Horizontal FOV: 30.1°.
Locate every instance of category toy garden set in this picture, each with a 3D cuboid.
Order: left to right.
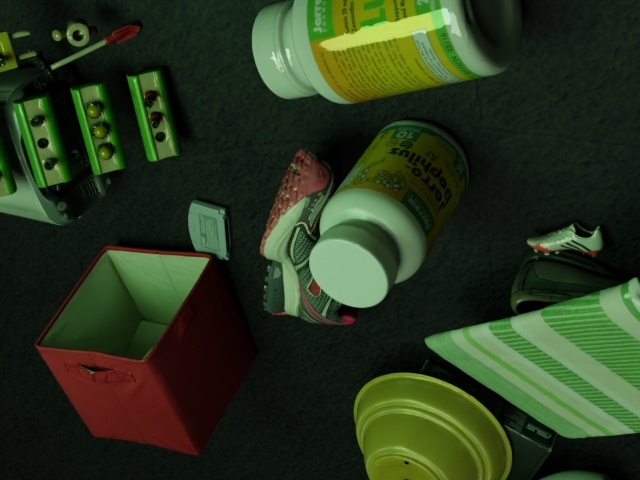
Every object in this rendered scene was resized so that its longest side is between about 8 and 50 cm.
[{"bbox_3d":[-0.299,-0.163,1.374,0.244,0.049,0.204,-15,115,-8],"label":"toy garden set"}]

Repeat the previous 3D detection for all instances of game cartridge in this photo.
[{"bbox_3d":[-0.143,-0.015,1.533,0.056,0.017,0.083,14,132,16],"label":"game cartridge"}]

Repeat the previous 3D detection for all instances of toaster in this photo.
[{"bbox_3d":[-0.373,-0.129,1.498,0.146,0.129,0.227,3,125,32],"label":"toaster"}]

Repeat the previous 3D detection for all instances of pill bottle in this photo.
[{"bbox_3d":[0.058,-0.207,1.157,0.245,0.136,0.136,-7,122,36],"label":"pill bottle"},{"bbox_3d":[0.070,-0.028,1.250,0.117,0.208,0.118,17,133,19],"label":"pill bottle"}]

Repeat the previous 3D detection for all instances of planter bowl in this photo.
[{"bbox_3d":[0.124,0.276,1.498,0.217,0.090,0.217,17,133,19],"label":"planter bowl"}]

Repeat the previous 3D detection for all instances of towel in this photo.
[{"bbox_3d":[0.302,0.138,1.288,0.247,0.038,0.325,33,153,-20],"label":"towel"}]

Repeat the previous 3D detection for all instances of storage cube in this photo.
[{"bbox_3d":[-0.223,0.143,1.581,0.183,0.215,0.193,4,134,28],"label":"storage cube"}]

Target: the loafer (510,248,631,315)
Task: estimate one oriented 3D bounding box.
[{"bbox_3d":[0.333,0.088,1.276,0.267,0.084,0.096,17,132,19],"label":"loafer"}]

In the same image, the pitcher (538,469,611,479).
[{"bbox_3d":[0.286,0.369,1.515,0.207,0.177,0.126,-25,78,18],"label":"pitcher"}]

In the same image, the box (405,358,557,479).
[{"bbox_3d":[0.187,0.263,1.545,0.190,0.045,0.184,29,138,7],"label":"box"}]

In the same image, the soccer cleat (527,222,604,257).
[{"bbox_3d":[0.265,-0.003,1.285,0.083,0.029,0.036,6,120,24],"label":"soccer cleat"}]

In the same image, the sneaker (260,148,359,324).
[{"bbox_3d":[0.000,0.000,1.381,0.112,0.121,0.299,16,153,9],"label":"sneaker"}]
